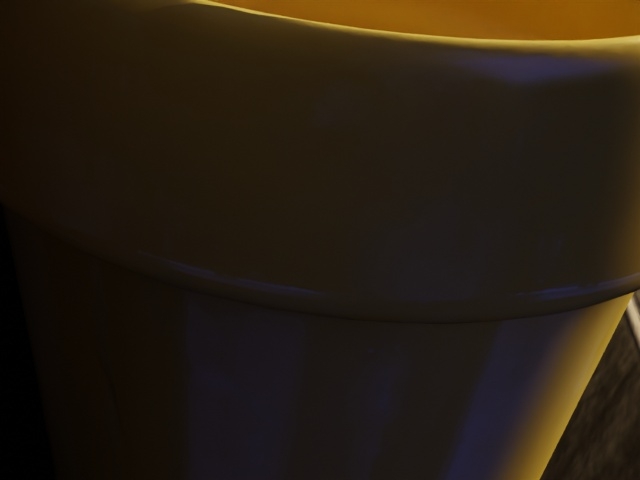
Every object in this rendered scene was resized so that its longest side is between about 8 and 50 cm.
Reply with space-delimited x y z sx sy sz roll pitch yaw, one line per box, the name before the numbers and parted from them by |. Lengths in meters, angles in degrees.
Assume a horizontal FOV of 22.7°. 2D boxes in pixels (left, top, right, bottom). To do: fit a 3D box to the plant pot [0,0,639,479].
plant pot | 0.000 0.000 0.547 0.254 0.254 0.239 -23 130 -45
